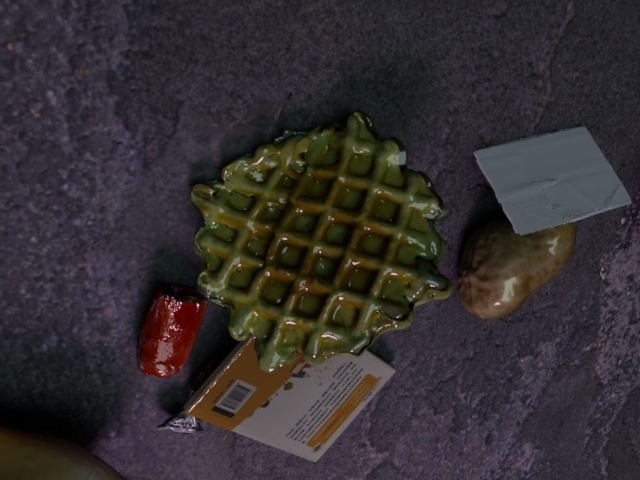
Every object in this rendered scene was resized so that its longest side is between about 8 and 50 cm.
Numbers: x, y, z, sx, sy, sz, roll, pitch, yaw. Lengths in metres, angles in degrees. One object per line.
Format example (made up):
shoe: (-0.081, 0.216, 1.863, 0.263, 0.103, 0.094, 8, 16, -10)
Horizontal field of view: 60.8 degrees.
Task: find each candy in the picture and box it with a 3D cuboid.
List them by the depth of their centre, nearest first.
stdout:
candy: (-0.132, 0.196, 0.775, 0.226, 0.051, 0.094, -42, 122, -5)

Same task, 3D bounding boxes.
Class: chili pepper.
chili pepper: (-0.199, 0.119, 0.709, 0.070, 0.073, 0.123, 23, 98, 15)

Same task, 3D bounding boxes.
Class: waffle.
waffle: (0.000, 0.000, 0.684, 0.316, 0.073, 0.297, -25, 79, -2)

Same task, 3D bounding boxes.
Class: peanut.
peanut: (0.316, 0.015, 0.863, 0.253, 0.122, 0.137, -39, 109, -9)

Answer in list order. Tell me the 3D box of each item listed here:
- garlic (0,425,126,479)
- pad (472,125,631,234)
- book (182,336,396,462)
garlic: (-0.371, 0.309, 0.590, 0.313, 0.286, 0.249, 41, 82, -13)
pad: (0.360, -0.099, 0.844, 0.231, 0.004, 0.157, -14, 69, -19)
book: (-0.028, 0.218, 0.809, 0.208, 0.020, 0.295, -49, 131, 1)
